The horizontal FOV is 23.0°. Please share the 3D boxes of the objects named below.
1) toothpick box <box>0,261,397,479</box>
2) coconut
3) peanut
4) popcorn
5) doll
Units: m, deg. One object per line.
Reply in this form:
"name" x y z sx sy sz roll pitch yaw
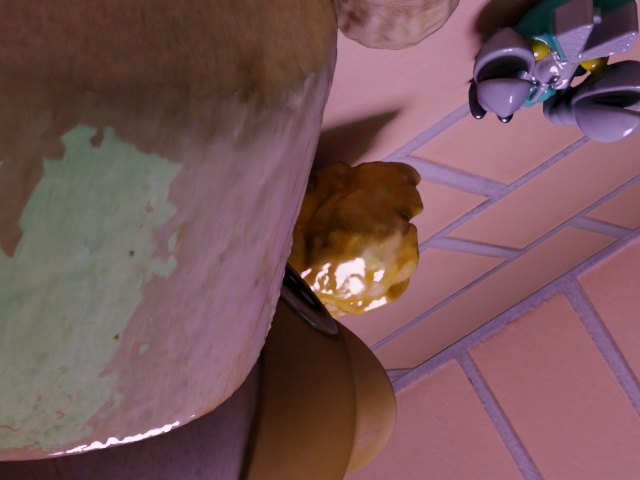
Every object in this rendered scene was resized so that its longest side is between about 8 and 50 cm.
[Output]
"toothpick box" -0.174 0.168 1.536 0.425 0.409 0.409 -20 163 -49
"coconut" -0.187 -0.059 0.844 0.415 0.344 0.415 -21 136 -22
"peanut" 0.061 -0.223 1.226 0.123 0.123 0.257 -25 169 -17
"popcorn" -0.002 0.003 1.771 0.253 0.190 0.191 -17 134 -7
"doll" 0.259 -0.173 1.686 0.195 0.153 0.258 -5 165 3
